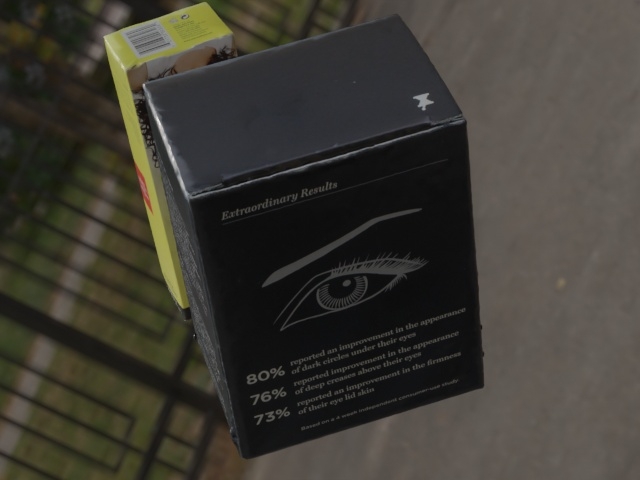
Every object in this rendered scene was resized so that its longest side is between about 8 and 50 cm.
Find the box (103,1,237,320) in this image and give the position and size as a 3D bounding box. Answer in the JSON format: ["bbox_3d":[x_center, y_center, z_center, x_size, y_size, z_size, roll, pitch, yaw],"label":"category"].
[{"bbox_3d":[-0.092,-0.055,1.304,0.058,0.087,0.232,-127,20,-48],"label":"box"}]

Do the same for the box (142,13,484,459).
[{"bbox_3d":[0.000,0.000,0.975,0.108,0.153,0.207,-116,14,-48],"label":"box"}]
